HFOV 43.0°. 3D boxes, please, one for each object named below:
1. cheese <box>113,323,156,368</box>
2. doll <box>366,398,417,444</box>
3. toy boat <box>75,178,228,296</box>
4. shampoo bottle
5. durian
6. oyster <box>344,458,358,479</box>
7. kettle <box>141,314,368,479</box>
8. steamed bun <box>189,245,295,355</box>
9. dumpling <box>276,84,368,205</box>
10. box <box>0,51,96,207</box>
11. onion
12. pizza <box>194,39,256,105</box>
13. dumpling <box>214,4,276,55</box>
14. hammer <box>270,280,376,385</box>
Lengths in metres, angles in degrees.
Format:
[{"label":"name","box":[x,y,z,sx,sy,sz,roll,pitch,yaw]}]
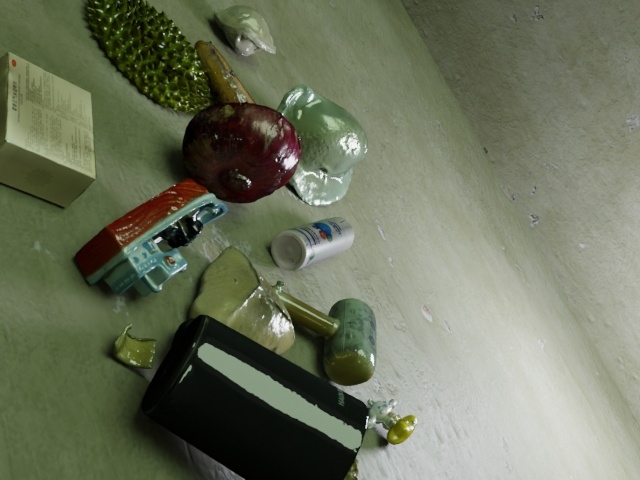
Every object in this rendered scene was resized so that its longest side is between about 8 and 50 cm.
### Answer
[{"label":"cheese","box":[-0.301,0.165,1.284,0.084,0.041,0.060,50,31,-42]},{"label":"doll","box":[0.145,0.378,1.723,0.113,0.071,0.135,31,25,-5]},{"label":"toy boat","box":[-0.265,-0.008,1.418,0.133,0.145,0.332,52,34,-4]},{"label":"shampoo bottle","box":[0.000,0.000,1.878,0.092,0.092,0.303,58,29,8]},{"label":"durian","box":[-0.380,-0.416,1.781,0.355,0.157,0.169,50,-8,-11]},{"label":"oyster","box":[-0.013,0.464,1.367,0.294,0.094,0.166,-7,46,-48]},{"label":"kettle","box":[-0.099,0.246,1.295,0.308,0.203,0.262,34,40,-12]},{"label":"steamed bun","box":[-0.140,0.127,1.503,0.231,0.110,0.212,52,30,0]},{"label":"dumpling","box":[0.005,-0.255,2.049,0.320,0.212,0.270,28,39,-22]},{"label":"box","box":[-0.472,-0.184,1.352,0.168,0.095,0.212,28,37,-43]},{"label":"onion","box":[-0.165,-0.180,1.679,0.246,0.246,0.190,31,45,-37]},{"label":"pizza","box":[-0.221,-0.352,1.925,0.305,0.085,0.161,57,4,20]},{"label":"dumpling","box":[-0.206,-0.562,2.174,0.199,0.118,0.136,34,25,8]},{"label":"hammer","box":[-0.014,0.164,1.683,0.305,0.113,0.202,33,30,-20]}]
